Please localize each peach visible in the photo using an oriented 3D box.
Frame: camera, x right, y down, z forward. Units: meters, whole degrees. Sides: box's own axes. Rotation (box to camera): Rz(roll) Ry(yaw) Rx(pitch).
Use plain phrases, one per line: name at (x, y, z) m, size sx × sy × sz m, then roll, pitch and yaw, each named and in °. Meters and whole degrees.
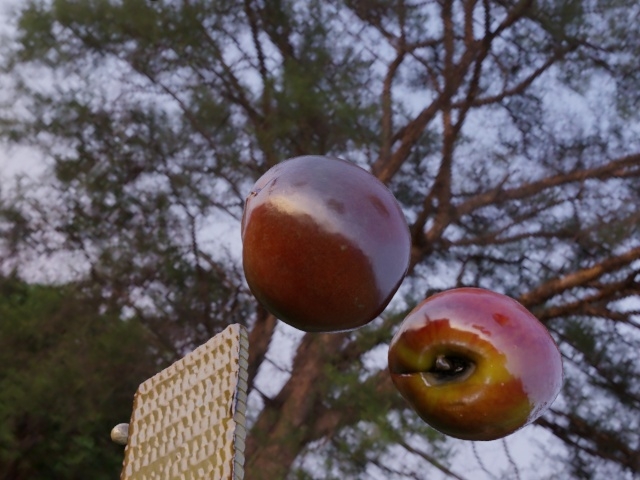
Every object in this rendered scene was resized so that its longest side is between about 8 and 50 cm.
peach at (0.000, 0.000, 1.335) m, size 0.252 × 0.252 × 0.252 m, roll 34°, pitch -19°, yaw 13°
peach at (0.243, 0.192, 1.531) m, size 0.281 × 0.238 × 0.281 m, roll -2°, pitch -2°, yaw 0°

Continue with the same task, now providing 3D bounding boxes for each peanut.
peanut at (-0.312, 0.325, 1.621) m, size 0.083 × 0.037 × 0.037 m, roll 25°, pitch -6°, yaw -42°

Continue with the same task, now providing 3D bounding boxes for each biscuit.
biscuit at (-0.143, 0.210, 1.031) m, size 0.029 × 0.172 × 0.254 m, roll 46°, pitch 23°, yaw -28°
